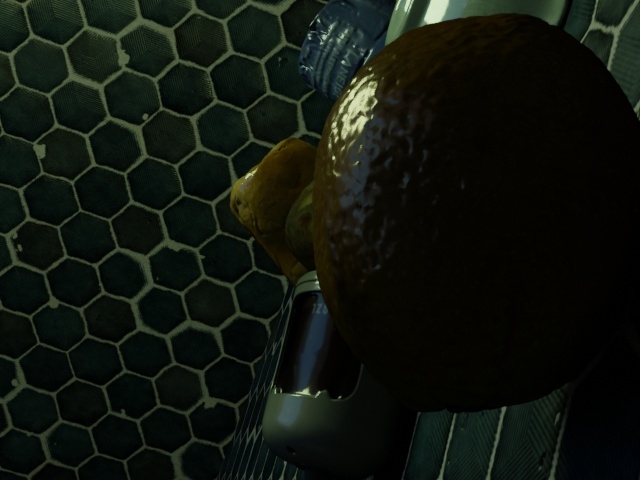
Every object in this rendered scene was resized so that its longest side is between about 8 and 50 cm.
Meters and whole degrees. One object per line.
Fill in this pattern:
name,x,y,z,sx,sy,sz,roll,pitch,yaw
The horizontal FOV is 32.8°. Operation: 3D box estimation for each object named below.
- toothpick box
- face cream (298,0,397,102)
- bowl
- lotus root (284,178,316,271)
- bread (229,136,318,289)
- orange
toothpick box,0.035,0.226,1.651,0.229,0.229,0.316,128,158,-70
face cream,0.106,-0.365,2.170,0.249,0.225,0.249,-47,-19,-21
bowl,0.220,-0.341,1.687,0.435,0.196,0.435,-161,90,-82
lotus root,0.102,-0.059,1.650,0.346,0.250,0.250,134,155,-63
bread,0.003,-0.003,1.857,0.195,0.344,0.149,-41,2,-12
orange,0.141,-0.019,0.998,0.322,0.322,0.357,132,148,-72
